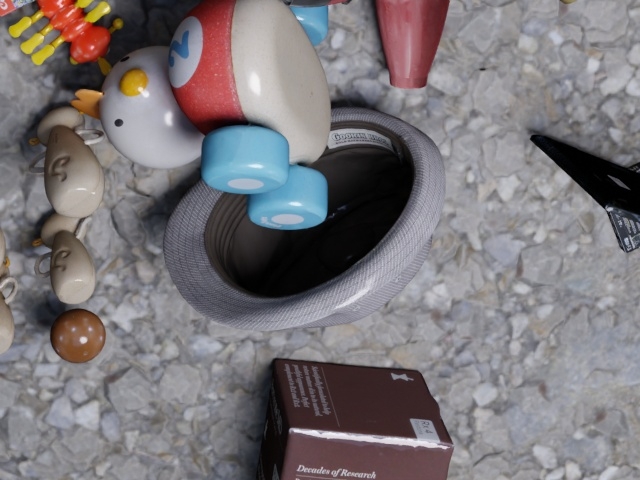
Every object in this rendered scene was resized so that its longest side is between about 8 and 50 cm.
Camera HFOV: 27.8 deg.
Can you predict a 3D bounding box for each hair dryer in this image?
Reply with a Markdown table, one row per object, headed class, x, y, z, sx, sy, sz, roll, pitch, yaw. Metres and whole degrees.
| class | x | y | z | sx | sy | sz | roll | pitch | yaw |
| --- | --- | --- | --- | --- | --- | --- | --- | --- | --- |
| hair dryer | 0.041 | -0.247 | 1.165 | 0.223 | 0.080 | 0.293 | -54 | 139 | -16 |

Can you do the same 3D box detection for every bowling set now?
| class | x | y | z | sx | sy | sz | roll | pitch | yaw |
| --- | --- | --- | --- | --- | --- | --- | --- | --- | --- |
| bowling set | -0.298 | 0.026 | 1.247 | 0.287 | 0.154 | 0.200 | -28 | 129 | 1 |

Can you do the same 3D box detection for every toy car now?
| class | x | y | z | sx | sy | sz | roll | pitch | yaw |
| --- | --- | --- | --- | --- | --- | --- | --- | --- | --- |
| toy car | -0.124 | -0.129 | 1.148 | 0.238 | 0.210 | 0.219 | -5 | 74 | 16 |

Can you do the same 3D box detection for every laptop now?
| class | x | y | z | sx | sy | sz | roll | pitch | yaw |
| --- | --- | --- | --- | --- | --- | --- | --- | --- | --- |
| laptop | 0.323 | 0.028 | 1.242 | 0.264 | 0.234 | 0.136 | 19 | 105 | -14 |

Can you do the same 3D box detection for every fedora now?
| class | x | y | z | sx | sy | sz | roll | pitch | yaw |
| --- | --- | --- | --- | --- | --- | --- | --- | --- | --- |
| fedora | 0.000 | 0.000 | 1.241 | 0.275 | 0.244 | 0.124 | -38 | 139 | -7 |

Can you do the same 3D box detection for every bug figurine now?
| class | x | y | z | sx | sy | sz | roll | pitch | yaw |
| --- | --- | --- | --- | --- | --- | --- | --- | --- | --- |
| bug figurine | -0.179 | -0.292 | 1.169 | 0.279 | 0.072 | 0.216 | -32 | 104 | 9 |

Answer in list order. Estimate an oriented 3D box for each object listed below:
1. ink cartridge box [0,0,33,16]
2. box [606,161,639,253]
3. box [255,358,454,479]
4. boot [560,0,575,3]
| class | x | y | z | sx | sy | sz | roll | pitch | yaw |
| --- | --- | --- | --- | --- | --- | --- | --- | --- | --- |
| ink cartridge box | -0.276 | -0.234 | 1.132 | 0.115 | 0.029 | 0.062 | -25 | 105 | 7 |
| box | 0.335 | -0.037 | 1.356 | 0.067 | 0.018 | 0.083 | -26 | 111 | 2 |
| box | 0.025 | 0.253 | 1.336 | 0.167 | 0.168 | 0.203 | 6 | 108 | -9 |
| boot | 0.183 | -0.382 | 1.184 | 0.270 | 0.089 | 0.236 | 28 | 93 | -16 |
